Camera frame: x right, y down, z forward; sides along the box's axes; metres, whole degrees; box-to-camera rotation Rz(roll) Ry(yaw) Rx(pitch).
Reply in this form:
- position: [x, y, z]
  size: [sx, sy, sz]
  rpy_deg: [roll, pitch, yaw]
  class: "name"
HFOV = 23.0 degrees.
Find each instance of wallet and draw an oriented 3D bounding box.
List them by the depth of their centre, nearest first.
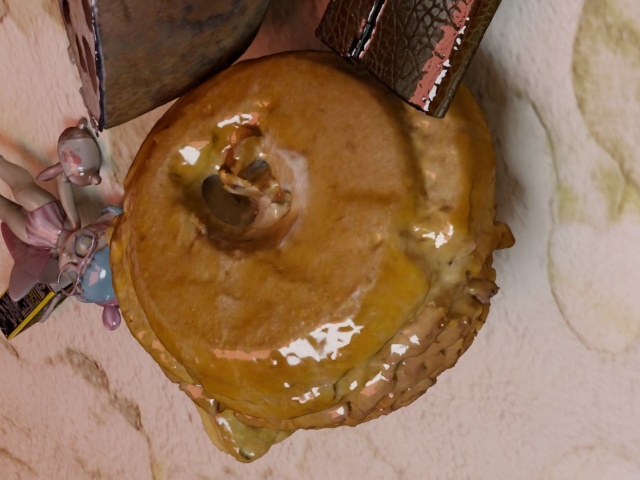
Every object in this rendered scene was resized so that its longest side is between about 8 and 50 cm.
- position: [0.088, -0.224, 1.145]
  size: [0.133, 0.039, 0.243]
  rpy_deg: [40, 117, 26]
  class: "wallet"

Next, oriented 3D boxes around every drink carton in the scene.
- position: [-0.325, 0.058, 1.837]
  size: [0.056, 0.071, 0.166]
  rpy_deg: [55, 144, 4]
  class: "drink carton"

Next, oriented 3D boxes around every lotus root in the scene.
- position: [-0.138, -0.238, 1.321]
  size: [0.272, 0.192, 0.272]
  rpy_deg: [160, 90, -76]
  class: "lotus root"

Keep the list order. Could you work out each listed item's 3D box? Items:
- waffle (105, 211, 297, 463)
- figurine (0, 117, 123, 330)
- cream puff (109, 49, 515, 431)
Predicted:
- position: [-0.083, 0.060, 1.504]
  size: [0.057, 0.168, 0.274]
  rpy_deg: [-4, 116, 55]
  class: "waffle"
- position: [-0.272, -0.032, 1.710]
  size: [0.260, 0.103, 0.205]
  rpy_deg: [33, 102, 28]
  class: "figurine"
- position: [0.000, 0.000, 1.302]
  size: [0.327, 0.343, 0.231]
  rpy_deg: [55, -173, 32]
  class: "cream puff"
